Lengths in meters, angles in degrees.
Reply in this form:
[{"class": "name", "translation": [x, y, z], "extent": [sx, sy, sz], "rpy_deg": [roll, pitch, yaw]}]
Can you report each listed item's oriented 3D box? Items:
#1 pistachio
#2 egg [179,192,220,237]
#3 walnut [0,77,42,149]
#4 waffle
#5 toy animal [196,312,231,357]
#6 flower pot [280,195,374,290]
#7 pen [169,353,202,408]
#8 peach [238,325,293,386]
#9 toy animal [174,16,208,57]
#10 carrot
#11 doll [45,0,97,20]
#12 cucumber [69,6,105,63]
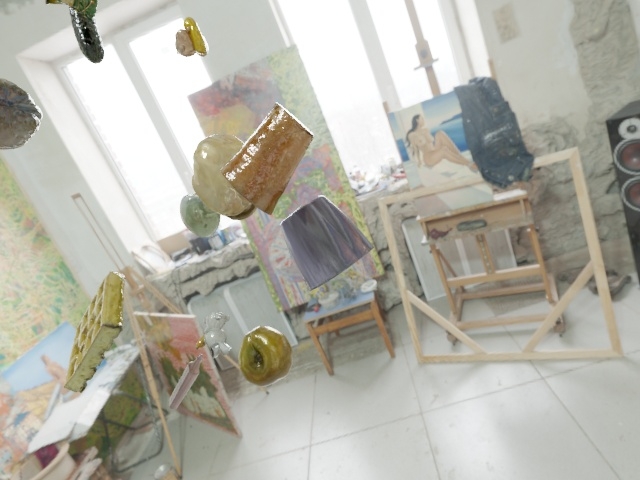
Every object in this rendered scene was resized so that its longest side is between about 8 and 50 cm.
[{"class": "pistachio", "translation": [-0.333, -0.226, 1.433], "extent": [0.238, 0.321, 0.229], "rpy_deg": [-25, -12, 13]}, {"class": "egg", "translation": [-0.556, -0.115, 1.878], "extent": [0.183, 0.217, 0.183], "rpy_deg": [-7, 16, 2]}, {"class": "walnut", "translation": [-1.145, -0.450, 1.440], "extent": [0.248, 0.248, 0.248], "rpy_deg": [-21, 16, 7]}, {"class": "waffle", "translation": [-0.597, 0.236, 1.076], "extent": [0.248, 0.055, 0.221], "rpy_deg": [-54, 36, 16]}, {"class": "toy animal", "translation": [-0.399, 0.363, 1.504], "extent": [0.131, 0.181, 0.127], "rpy_deg": [-3, -31, -15]}, {"class": "flower pot", "translation": [0.000, 0.000, 1.324], "extent": [0.265, 0.243, 0.265], "rpy_deg": [-37, -1, -1]}, {"class": "pen", "translation": [-0.393, 0.410, 1.186], "extent": [0.197, 0.032, 0.053], "rpy_deg": [-58, 31, 12]}, {"class": "peach", "translation": [-0.237, 0.488, 1.712], "extent": [0.251, 0.251, 0.153], "rpy_deg": [-16, -17, 22]}, {"class": "toy animal", "translation": [-0.333, -0.501, 1.013], "extent": [0.082, 0.091, 0.114], "rpy_deg": [-24, 21, 1]}, {"class": "carrot", "translation": [-0.129, -0.225, 1.119], "extent": [0.254, 0.196, 0.196], "rpy_deg": [-49, 14, 8]}, {"class": "doll", "translation": [-0.575, -0.570, 0.925], "extent": [0.113, 0.076, 0.078], "rpy_deg": [13, -24, -41]}, {"class": "cucumber", "translation": [-0.592, -0.537, 1.013], "extent": [0.067, 0.245, 0.067], "rpy_deg": [-18, -12, -4]}]
